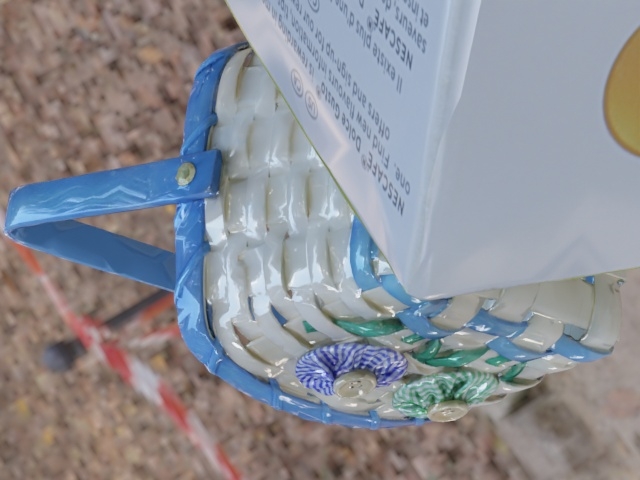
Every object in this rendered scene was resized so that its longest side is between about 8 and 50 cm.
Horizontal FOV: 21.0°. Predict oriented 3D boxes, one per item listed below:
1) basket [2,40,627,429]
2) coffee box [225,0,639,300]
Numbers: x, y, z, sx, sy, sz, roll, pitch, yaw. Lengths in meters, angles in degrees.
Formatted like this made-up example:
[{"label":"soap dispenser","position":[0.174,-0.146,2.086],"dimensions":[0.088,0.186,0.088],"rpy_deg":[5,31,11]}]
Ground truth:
[{"label":"basket","position":[0.000,0.000,0.948],"dimensions":[0.289,0.255,0.201],"rpy_deg":[-6,72,47]},{"label":"coffee box","position":[0.133,-0.229,0.505],"dimensions":[0.338,0.338,0.334],"rpy_deg":[-121,30,-47]}]
